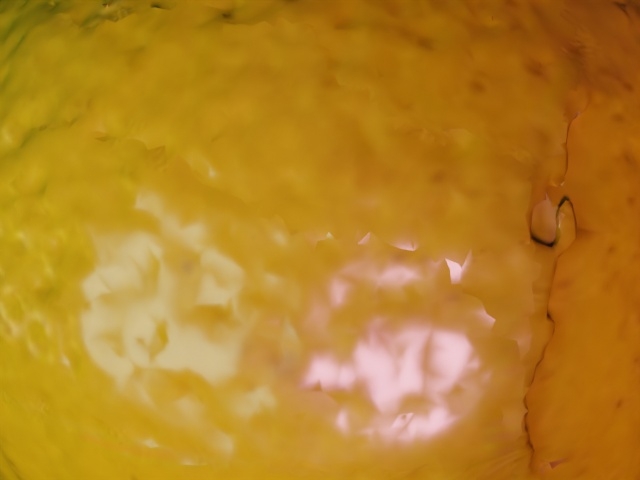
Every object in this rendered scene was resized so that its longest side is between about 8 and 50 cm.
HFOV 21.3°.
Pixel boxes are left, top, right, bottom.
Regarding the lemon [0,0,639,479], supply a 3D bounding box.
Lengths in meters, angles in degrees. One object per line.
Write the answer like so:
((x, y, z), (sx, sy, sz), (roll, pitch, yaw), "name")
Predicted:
((0.001, 0.000, 0.570), (0.293, 0.293, 0.293), (26, 129, 37), "lemon")
